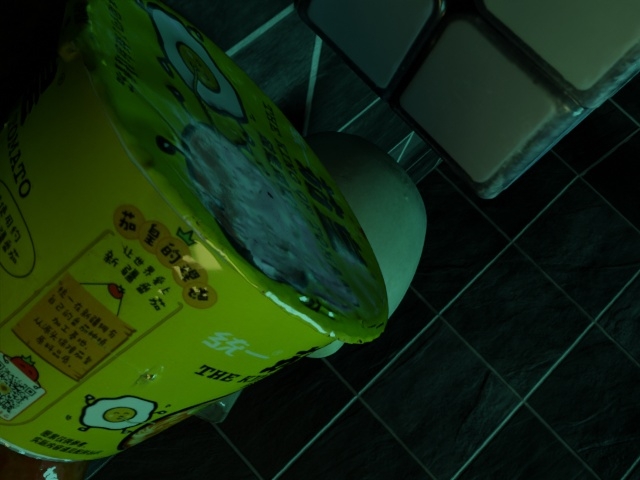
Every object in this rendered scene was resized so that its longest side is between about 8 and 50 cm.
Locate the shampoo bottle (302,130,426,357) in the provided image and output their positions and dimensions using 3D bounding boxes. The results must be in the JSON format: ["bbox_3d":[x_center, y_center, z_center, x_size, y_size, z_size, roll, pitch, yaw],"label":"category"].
[{"bbox_3d":[0.000,0.000,0.972,0.317,0.322,0.322,-46,173,-24],"label":"shampoo bottle"}]

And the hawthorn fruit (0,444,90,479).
[{"bbox_3d":[-0.388,0.273,0.756,0.215,0.249,0.215,-19,-175,2],"label":"hawthorn fruit"}]

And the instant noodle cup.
[{"bbox_3d":[-0.140,0.004,0.489,0.254,0.325,0.325,-36,174,17],"label":"instant noodle cup"}]

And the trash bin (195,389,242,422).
[{"bbox_3d":[-0.196,0.193,1.168,0.250,0.219,0.219,-62,179,-33],"label":"trash bin"}]

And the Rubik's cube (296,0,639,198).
[{"bbox_3d":[0.217,-0.287,0.616,0.318,0.316,0.313,-36,169,-35],"label":"Rubik's cube"}]
